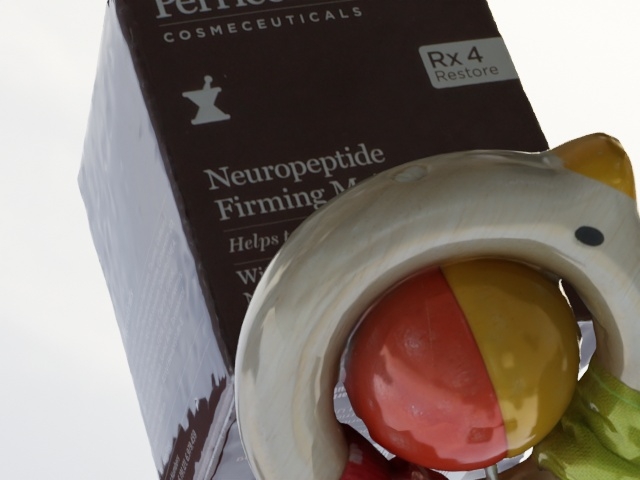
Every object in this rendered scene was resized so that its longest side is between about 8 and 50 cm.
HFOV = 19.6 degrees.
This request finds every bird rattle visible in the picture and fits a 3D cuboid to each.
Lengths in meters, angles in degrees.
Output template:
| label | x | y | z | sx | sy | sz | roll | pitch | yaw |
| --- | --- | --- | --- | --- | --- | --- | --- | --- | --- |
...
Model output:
| label | x | y | z | sx | sy | sz | roll | pitch | yaw |
| --- | --- | --- | --- | --- | --- | --- | --- | --- | --- |
| bird rattle | 0.049 | 0.067 | 0.665 | 0.253 | 0.207 | 0.143 | -15 | -158 | 6 |

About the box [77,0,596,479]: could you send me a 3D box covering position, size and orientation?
| label | x | y | z | sx | sy | sz | roll | pitch | yaw |
| --- | --- | --- | --- | --- | --- | --- | --- | --- | --- |
| box | 0.000 | 0.000 | 0.823 | 0.168 | 0.167 | 0.203 | -10 | -118 | -18 |
